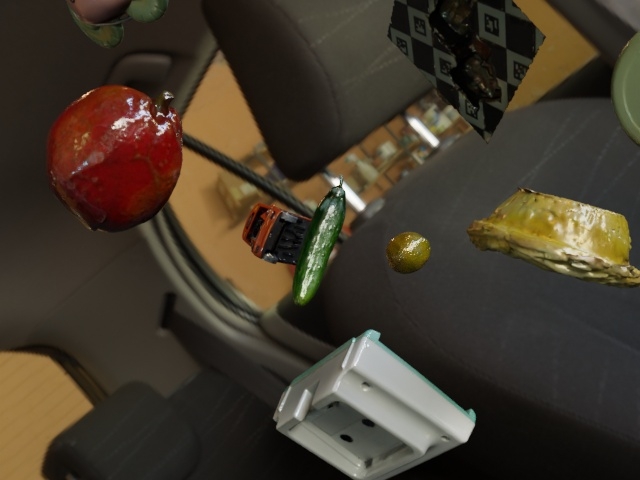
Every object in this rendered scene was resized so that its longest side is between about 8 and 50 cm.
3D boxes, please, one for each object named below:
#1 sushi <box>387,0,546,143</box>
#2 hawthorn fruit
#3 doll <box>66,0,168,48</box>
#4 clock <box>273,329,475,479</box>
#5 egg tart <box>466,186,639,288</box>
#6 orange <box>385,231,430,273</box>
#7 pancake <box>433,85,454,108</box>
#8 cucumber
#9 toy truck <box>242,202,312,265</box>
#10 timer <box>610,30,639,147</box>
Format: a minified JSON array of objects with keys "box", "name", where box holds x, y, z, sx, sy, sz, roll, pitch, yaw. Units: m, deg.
[{"box":[0.229,-0.340,1.254,0.059,0.292,0.294,-32,-18,-18],"name":"sushi"},{"box":[-0.383,-0.177,1.533,0.307,0.265,0.265,-49,-4,26],"name":"hawthorn fruit"},{"box":[-0.472,-0.585,1.774,0.284,0.268,0.216,-15,24,38],"name":"doll"},{"box":[0.072,0.290,1.268,0.262,0.231,0.116,-42,12,46],"name":"clock"},{"box":[0.359,-0.004,1.194,0.288,0.288,0.118,-35,-38,-81],"name":"egg tart"},{"box":[0.184,0.025,1.665,0.095,0.085,0.085,-22,-3,-4],"name":"orange"},{"box":[0.396,-0.404,2.133,0.042,0.236,0.222,-40,-41,-20],"name":"pancake"},{"box":[0.000,0.000,1.337,0.056,0.056,0.250,135,158,-67],"name":"cucumber"},{"box":[-0.076,-0.012,1.660,0.252,0.114,0.107,15,-79,-63],"name":"toy truck"},{"box":[0.809,-0.339,1.661,0.315,0.291,0.291,-24,-13,-40],"name":"timer"}]
